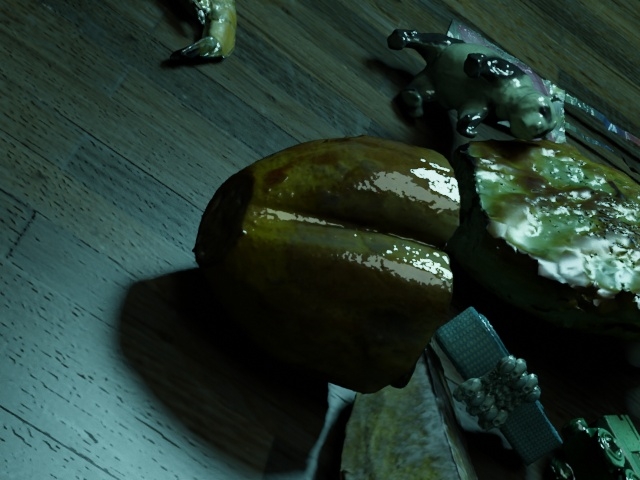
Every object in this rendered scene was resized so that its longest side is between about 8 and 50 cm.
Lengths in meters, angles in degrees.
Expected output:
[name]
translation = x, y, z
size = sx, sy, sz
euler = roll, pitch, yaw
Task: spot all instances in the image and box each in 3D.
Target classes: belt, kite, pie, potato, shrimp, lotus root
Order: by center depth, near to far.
[potato]
translation = 0.074, 0.192, 1.049
size = 0.261, 0.100, 0.120
euler = -98, 169, -64
[lotus root]
translation = 0.000, 0.001, 1.058
size = 0.180, 0.199, 0.188
euler = 23, 25, -27
[belt]
translation = 0.164, 0.140, 1.138
size = 0.179, 0.065, 0.100
euler = 51, 6, -35
[shrimp]
translation = -0.156, -0.241, 1.298
size = 0.217, 0.051, 0.150
euler = -7, 65, -53
[pie]
translation = 0.276, 0.001, 1.368
size = 0.288, 0.103, 0.355
euler = 15, 29, -14
[kite]
translation = 0.303, -0.162, 1.700
size = 0.360, 0.022, 0.204
euler = 27, 38, -21

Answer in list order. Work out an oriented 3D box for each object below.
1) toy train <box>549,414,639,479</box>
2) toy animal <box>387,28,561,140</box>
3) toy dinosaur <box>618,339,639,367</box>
[toy train]
translation = 0.282, 0.240, 1.205
size = 0.111, 0.071, 0.170
euler = 7, 49, -53
[toy animal]
translation = 0.175, -0.170, 1.469
size = 0.121, 0.094, 0.225
euler = 0, 19, -35
[toy dinosaur]
translation = 0.425, 0.116, 1.465
size = 0.177, 0.152, 0.194
euler = 18, 38, 15
